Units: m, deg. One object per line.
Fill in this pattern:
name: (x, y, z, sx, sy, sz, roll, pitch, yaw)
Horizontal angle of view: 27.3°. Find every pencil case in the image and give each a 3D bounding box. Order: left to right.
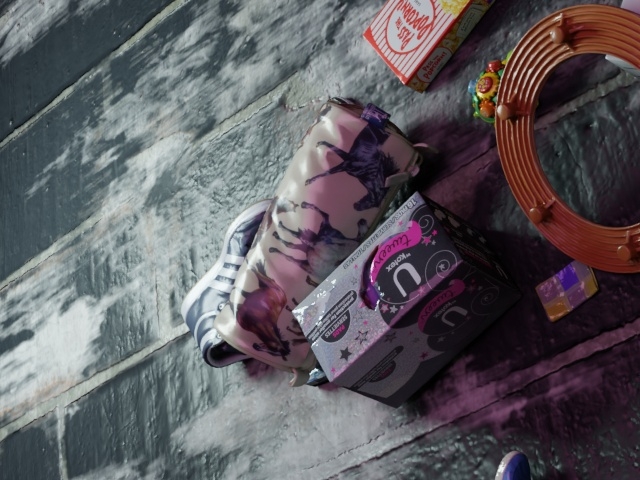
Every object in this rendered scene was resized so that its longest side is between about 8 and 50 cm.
pencil case: (0.000, 0.000, 1.913, 0.183, 0.160, 0.410, 25, 87, 38)

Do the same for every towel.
towel: (0.318, 0.063, 1.699, 0.083, 0.009, 0.060, -38, 50, 31)

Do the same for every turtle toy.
turtle toy: (0.256, -0.217, 1.828, 0.130, 0.066, 0.095, -44, 48, 25)

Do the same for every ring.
ring: (0.337, -0.118, 1.601, 0.336, 0.032, 0.337, 25, 124, 43)

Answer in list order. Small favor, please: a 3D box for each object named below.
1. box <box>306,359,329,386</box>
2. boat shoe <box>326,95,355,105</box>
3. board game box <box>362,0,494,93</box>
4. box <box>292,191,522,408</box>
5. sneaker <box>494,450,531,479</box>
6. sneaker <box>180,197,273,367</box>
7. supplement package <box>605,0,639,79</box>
box: (0.029, 0.153, 1.951, 0.137, 0.027, 0.094, -25, 59, 38)
boat shoe: (0.039, -0.182, 2.059, 0.049, 0.040, 0.142, -50, 46, 20)
board game box: (0.165, -0.340, 1.986, 0.193, 0.045, 0.147, -52, 45, 18)
box: (0.115, 0.085, 1.770, 0.247, 0.163, 0.142, -45, 50, 16)
sneaker: (0.257, 0.338, 1.618, 0.084, 0.058, 0.152, 0, 79, 52)
sneaker: (-0.115, 0.077, 2.074, 0.282, 0.099, 0.153, -54, 39, 27)
supplement package: (0.491, -0.307, 1.560, 0.204, 0.145, 0.262, 14, 85, 48)
